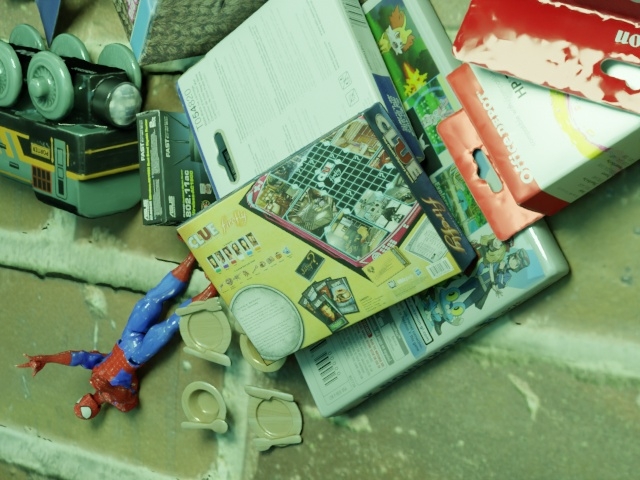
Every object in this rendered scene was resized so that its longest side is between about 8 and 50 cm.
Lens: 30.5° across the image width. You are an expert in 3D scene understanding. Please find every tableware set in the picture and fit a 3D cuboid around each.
[{"bbox_3d":[-0.087,0.141,1.222,0.141,0.020,0.168,4,107,26],"label":"tableware set"}]

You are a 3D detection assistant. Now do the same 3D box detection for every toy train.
[{"bbox_3d":[-0.332,-0.146,1.383,0.334,0.142,0.190,18,113,38],"label":"toy train"}]

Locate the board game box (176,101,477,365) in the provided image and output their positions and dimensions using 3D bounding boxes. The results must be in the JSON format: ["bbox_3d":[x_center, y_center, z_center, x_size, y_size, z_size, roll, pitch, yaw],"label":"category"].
[{"bbox_3d":[0.000,0.000,1.083,0.243,0.042,0.165,-28,98,34],"label":"board game box"}]

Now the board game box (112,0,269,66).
[{"bbox_3d":[-0.148,-0.367,1.171,0.291,0.141,0.232,66,154,18],"label":"board game box"}]

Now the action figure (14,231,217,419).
[{"bbox_3d":[-0.226,0.111,1.299,0.280,0.139,0.091,-52,59,29],"label":"action figure"}]

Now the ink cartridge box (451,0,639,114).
[{"bbox_3d":[0.258,-0.232,0.834,0.309,0.130,0.271,20,89,24],"label":"ink cartridge box"}]

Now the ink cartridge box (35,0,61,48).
[{"bbox_3d":[-0.361,-0.423,1.360,0.303,0.072,0.307,135,123,-65],"label":"ink cartridge box"}]

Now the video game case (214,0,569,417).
[{"bbox_3d":[0.047,-0.038,1.140,0.300,0.036,0.329,-37,67,33],"label":"video game case"}]

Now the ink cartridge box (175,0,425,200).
[{"bbox_3d":[-0.027,-0.121,1.147,0.224,0.045,0.223,-32,70,34],"label":"ink cartridge box"}]

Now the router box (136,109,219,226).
[{"bbox_3d":[-0.150,-0.076,1.260,0.038,0.092,0.122,-7,86,39],"label":"router box"}]

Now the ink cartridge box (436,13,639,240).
[{"bbox_3d":[0.200,-0.114,0.966,0.231,0.078,0.134,-35,68,22],"label":"ink cartridge box"}]
